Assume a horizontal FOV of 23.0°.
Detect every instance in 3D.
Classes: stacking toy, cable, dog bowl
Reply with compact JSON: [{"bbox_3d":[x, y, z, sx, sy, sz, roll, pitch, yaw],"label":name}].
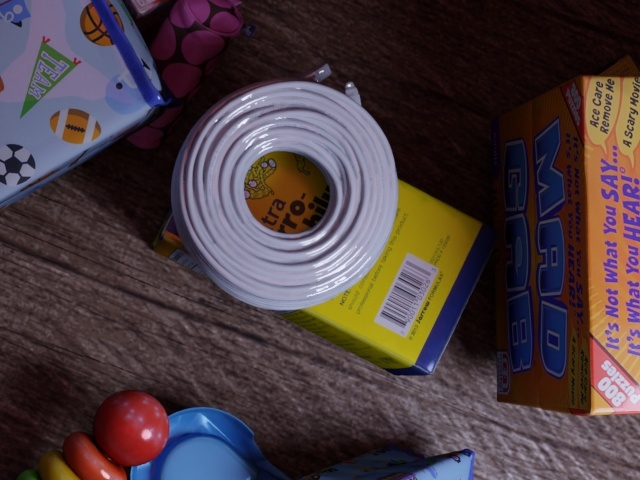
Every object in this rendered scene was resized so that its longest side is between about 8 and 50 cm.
[{"bbox_3d":[-0.310,0.300,1.822,0.141,0.141,0.330,44,89,-4],"label":"stacking toy"},{"bbox_3d":[-0.036,-0.053,1.752,0.257,0.089,0.257,-23,89,-11],"label":"cable"},{"bbox_3d":[-0.102,0.332,1.917,0.297,0.074,0.166,44,80,-4],"label":"dog bowl"}]

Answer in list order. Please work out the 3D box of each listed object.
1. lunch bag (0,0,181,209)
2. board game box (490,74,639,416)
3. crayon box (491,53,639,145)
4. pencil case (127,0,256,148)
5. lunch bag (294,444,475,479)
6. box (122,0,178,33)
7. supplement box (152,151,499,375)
[{"bbox_3d":[-0.389,-0.241,1.754,0.328,0.239,0.385,-31,93,1],"label":"lunch bag"},{"bbox_3d":[0.416,0.013,1.810,0.356,0.356,0.356,0,87,-10],"label":"board game box"},{"bbox_3d":[0.393,-0.052,2.032,0.202,0.081,0.318,-33,91,-11],"label":"crayon box"},{"bbox_3d":[-0.170,-0.208,1.891,0.095,0.098,0.209,38,125,-5],"label":"pencil case"},{"bbox_3d":[0.087,0.410,1.872,0.138,0.221,0.293,-2,93,32],"label":"lunch bag"},{"bbox_3d":[-0.240,-0.417,1.910,0.154,0.142,0.300,-31,91,-16],"label":"box"},{"bbox_3d":[0.000,0.000,1.899,0.356,0.194,0.195,28,81,-7],"label":"supplement box"}]
